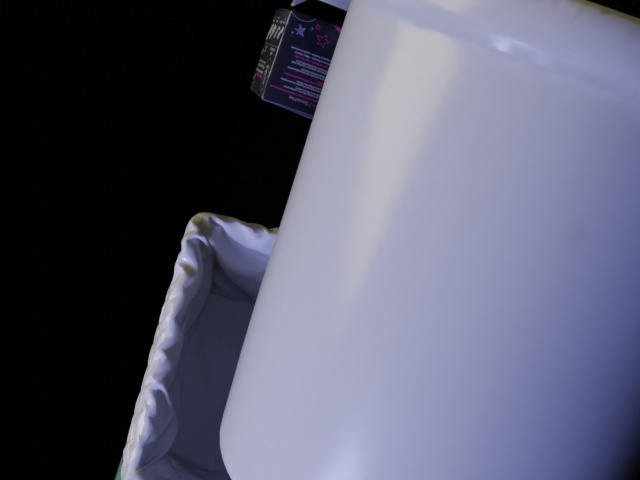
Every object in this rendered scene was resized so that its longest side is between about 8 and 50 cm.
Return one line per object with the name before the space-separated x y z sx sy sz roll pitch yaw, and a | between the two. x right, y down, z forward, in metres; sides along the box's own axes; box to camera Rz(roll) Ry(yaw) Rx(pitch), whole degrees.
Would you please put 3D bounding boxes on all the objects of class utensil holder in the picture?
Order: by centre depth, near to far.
utensil holder | 0.124 0.021 0.656 0.327 0.328 0.385 -117 43 -69

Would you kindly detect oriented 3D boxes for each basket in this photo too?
basket | -0.059 0.180 1.116 0.266 0.328 0.331 143 141 -69

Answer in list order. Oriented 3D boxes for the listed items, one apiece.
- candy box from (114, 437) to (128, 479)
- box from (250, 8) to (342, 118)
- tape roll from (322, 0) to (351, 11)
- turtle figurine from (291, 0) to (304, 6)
candy box | -0.201 0.410 1.474 0.122 0.268 0.317 -121 50 -74
box | 0.033 -0.251 1.394 0.163 0.247 0.142 -127 56 -72
tape roll | -0.007 -0.435 1.477 0.392 0.392 0.072 -118 46 -69
turtle figurine | 0.136 -0.397 1.201 0.266 0.275 0.198 -55 -13 -14
